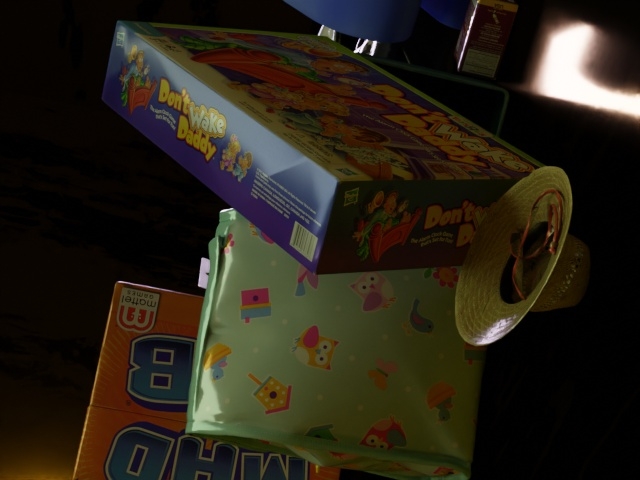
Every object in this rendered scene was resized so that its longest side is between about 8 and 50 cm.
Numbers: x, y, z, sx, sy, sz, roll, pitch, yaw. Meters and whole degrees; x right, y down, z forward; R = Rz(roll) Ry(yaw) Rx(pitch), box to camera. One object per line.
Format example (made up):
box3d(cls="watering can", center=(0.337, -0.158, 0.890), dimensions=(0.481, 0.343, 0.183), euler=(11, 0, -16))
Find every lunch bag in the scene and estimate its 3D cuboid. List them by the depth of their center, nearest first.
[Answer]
box3d(cls="lunch bag", center=(0.014, 0.095, 1.306), dimensions=(0.160, 0.262, 0.223), euler=(128, 152, -76))

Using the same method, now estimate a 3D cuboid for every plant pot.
box3d(cls="plant pot", center=(0.092, -0.109, 1.499), dimensions=(0.234, 0.165, 0.166), euler=(-73, -3, -77))

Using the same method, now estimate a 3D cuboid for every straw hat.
box3d(cls="straw hat", center=(0.162, 0.022, 1.035), dimensions=(0.144, 0.061, 0.144), euler=(-52, 24, 36))

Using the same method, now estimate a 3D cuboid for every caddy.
box3d(cls="caddy", center=(0.061, -0.356, 1.572), dimensions=(0.341, 0.241, 0.179), euler=(39, 133, 42))

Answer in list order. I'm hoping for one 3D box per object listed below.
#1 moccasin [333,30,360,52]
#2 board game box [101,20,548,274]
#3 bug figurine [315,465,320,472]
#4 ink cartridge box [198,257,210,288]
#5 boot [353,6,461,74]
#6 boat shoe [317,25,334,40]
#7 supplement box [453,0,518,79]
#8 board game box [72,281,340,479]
box3d(cls="moccasin", center=(0.093, -0.357, 1.990), dimensions=(0.117, 0.137, 0.342), euler=(-21, -59, -68))
box3d(cls="board game box", center=(0.001, -0.086, 1.201), dimensions=(0.347, 0.233, 0.078), euler=(38, 121, 45))
box3d(cls="bug figurine", center=(0.028, 0.323, 1.639), dimensions=(0.279, 0.072, 0.216), euler=(-93, 9, -49))
box3d(cls="ink cartridge box", center=(-0.103, 0.112, 2.448), dimensions=(0.189, 0.232, 0.066), euler=(-102, 28, -76))
box3d(cls="boot", center=(0.071, -0.144, 1.792), dimensions=(0.284, 0.138, 0.377), euler=(119, 165, -67))
box3d(cls="boat shoe", center=(0.081, -0.336, 2.186), dimensions=(0.156, 0.135, 0.367), euler=(151, 140, -78))
box3d(cls="supplement box", center=(0.170, -0.216, 1.474), dimensions=(0.055, 0.043, 0.083), euler=(-91, 15, -63))
box3d(cls="board game box", center=(-0.166, 0.295, 2.110), dimensions=(0.356, 0.356, 0.356), euler=(123, 157, -74))
